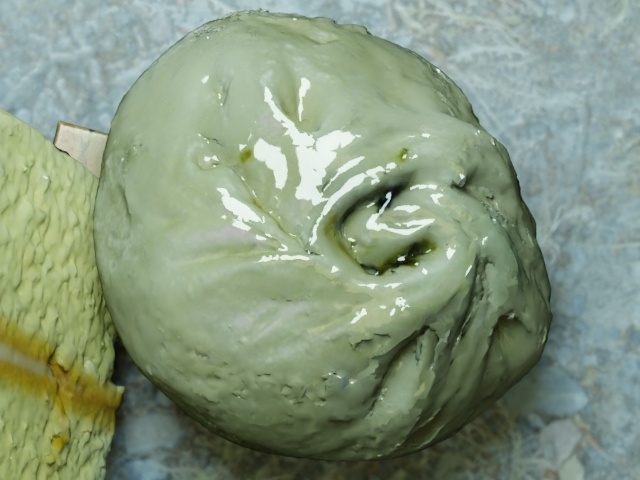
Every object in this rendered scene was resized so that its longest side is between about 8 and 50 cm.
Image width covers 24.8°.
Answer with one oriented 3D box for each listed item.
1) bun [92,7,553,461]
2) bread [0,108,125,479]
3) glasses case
[{"bbox_3d":[0.000,0.000,1.078,0.326,0.234,0.362,-37,96,-12],"label":"bun"},{"bbox_3d":[-0.341,0.039,1.093,0.404,0.242,0.346,17,80,18],"label":"bread"},{"bbox_3d":[-0.203,-0.007,1.185,0.064,0.041,0.170,14,87,-13],"label":"glasses case"}]
